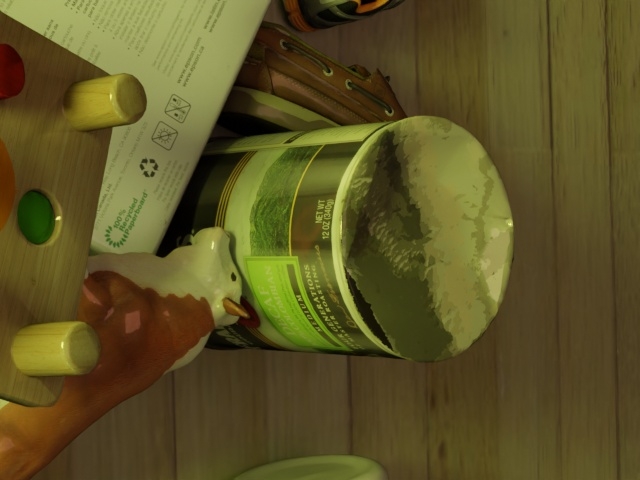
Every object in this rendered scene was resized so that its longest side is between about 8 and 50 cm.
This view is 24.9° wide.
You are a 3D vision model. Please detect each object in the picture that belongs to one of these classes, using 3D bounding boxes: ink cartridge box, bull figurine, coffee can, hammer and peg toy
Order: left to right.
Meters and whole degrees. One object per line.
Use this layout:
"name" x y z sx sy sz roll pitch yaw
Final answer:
"hammer and peg toy" -0.244 -0.092 0.961 0.266 0.127 0.361 27 65 -48
"ink cartridge box" -0.222 -0.185 1.202 0.330 0.071 0.324 34 68 -26
"bull figurine" -0.204 0.079 1.140 0.310 0.101 0.188 -43 116 -3
"coffee can" 0.000 0.000 1.263 0.202 0.275 0.201 1 88 -41

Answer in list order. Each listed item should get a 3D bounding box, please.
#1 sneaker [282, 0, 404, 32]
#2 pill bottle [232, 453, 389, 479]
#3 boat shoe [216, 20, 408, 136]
"sneaker" 0.060 -0.265 1.450 0.215 0.083 0.084 -37 111 -37
"pill bottle" 0.002 0.343 1.341 0.153 0.153 0.264 -11 96 -41
"boat shoe" 0.037 -0.123 1.407 0.307 0.111 0.104 22 76 -39
